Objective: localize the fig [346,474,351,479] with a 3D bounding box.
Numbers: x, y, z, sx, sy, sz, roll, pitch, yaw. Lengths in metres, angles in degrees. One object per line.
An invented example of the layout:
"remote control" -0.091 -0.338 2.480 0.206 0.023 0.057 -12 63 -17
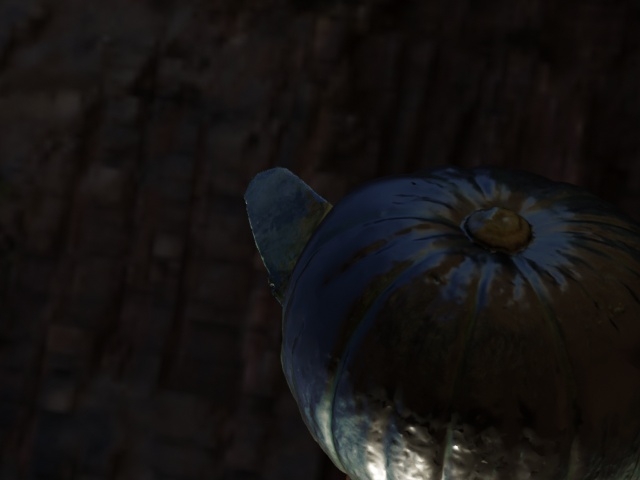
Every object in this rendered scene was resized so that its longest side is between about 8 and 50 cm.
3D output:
"fig" 0.120 0.348 2.088 0.190 0.191 0.290 -45 -48 -65

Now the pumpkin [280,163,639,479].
"pumpkin" 0.098 0.086 1.111 0.248 0.248 0.248 7 -90 -74

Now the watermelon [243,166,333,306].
"watermelon" -0.006 -0.004 1.577 0.081 0.180 0.094 -42 -26 19
